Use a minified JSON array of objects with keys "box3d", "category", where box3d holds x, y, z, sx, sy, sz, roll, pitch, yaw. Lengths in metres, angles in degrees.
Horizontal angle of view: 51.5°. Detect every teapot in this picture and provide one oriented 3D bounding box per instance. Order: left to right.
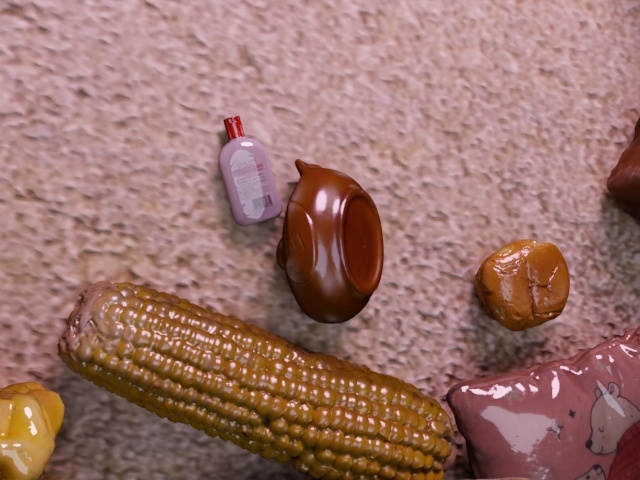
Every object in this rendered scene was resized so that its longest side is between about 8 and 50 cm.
[{"box3d":[0.000,0.000,0.513,0.098,0.078,0.129,3,82,-57],"category":"teapot"}]

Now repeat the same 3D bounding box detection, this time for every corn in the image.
[{"box3d":[-0.034,0.116,0.499,0.320,0.097,0.097,25,86,-14],"category":"corn"}]

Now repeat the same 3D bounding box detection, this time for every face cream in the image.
[{"box3d":[-0.058,-0.055,0.515,0.040,0.021,0.083,-17,98,-15],"category":"face cream"}]

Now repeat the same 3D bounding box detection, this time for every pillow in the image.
[{"box3d":[0.233,0.197,0.581,0.236,0.084,0.223,-14,100,-16],"category":"pillow"}]

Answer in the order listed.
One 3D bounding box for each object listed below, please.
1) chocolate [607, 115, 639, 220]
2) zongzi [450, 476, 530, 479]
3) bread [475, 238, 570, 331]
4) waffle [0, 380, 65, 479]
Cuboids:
[{"box3d":[0.365,-0.102,0.597,0.148,0.093,0.214,33,85,-17],"category":"chocolate"},{"box3d":[0.042,0.272,0.488,0.242,0.112,0.221,-6,123,8],"category":"zongzi"},{"box3d":[0.174,0.039,0.575,0.083,0.046,0.081,11,88,-15],"category":"bread"},{"box3d":[-0.295,0.161,0.332,0.324,0.261,0.151,-2,75,-28],"category":"waffle"}]
